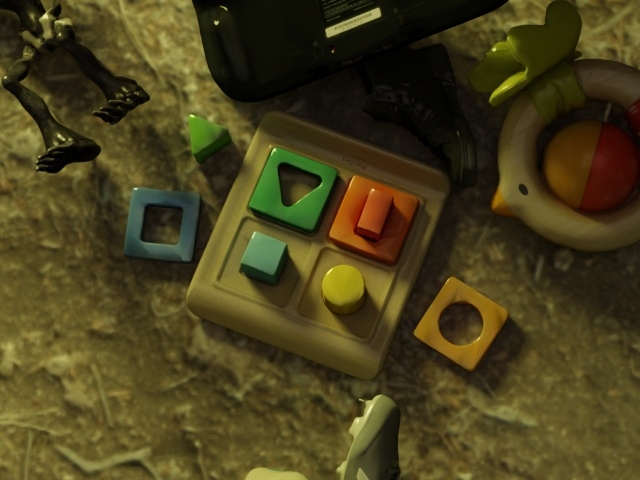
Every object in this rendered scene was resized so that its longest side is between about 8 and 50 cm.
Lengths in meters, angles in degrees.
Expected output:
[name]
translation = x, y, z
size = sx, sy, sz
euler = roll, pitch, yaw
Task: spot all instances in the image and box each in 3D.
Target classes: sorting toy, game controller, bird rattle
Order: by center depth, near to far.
[game controller]
translation = 0.024, -0.234, 1.351
size = 0.319, 0.067, 0.166
euler = -18, 87, 30
[bird rattle]
translation = 0.246, -0.091, 1.361
size = 0.253, 0.143, 0.207
euler = 17, 91, -7
[sorting toy]
translation = 0.000, 0.000, 1.368
size = 0.347, 0.047, 0.196
euler = 20, 80, 7

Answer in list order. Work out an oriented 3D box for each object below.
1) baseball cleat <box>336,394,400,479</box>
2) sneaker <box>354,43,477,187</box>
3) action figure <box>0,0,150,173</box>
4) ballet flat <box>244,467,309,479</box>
[baseball cleat]
translation = 0.057, 0.235, 1.299
size = 0.109, 0.072, 0.206
euler = 14, 89, 20
[sneaker]
translation = 0.076, -0.115, 1.382
size = 0.089, 0.051, 0.170
euler = -9, 64, -7
[action figure]
translation = -0.265, -0.204, 1.382
size = 0.164, 0.141, 0.276
euler = -36, 80, 7
[ballet flat]
translation = -0.088, 0.294, 1.302
size = 0.086, 0.086, 0.248
euler = 31, 80, 9
